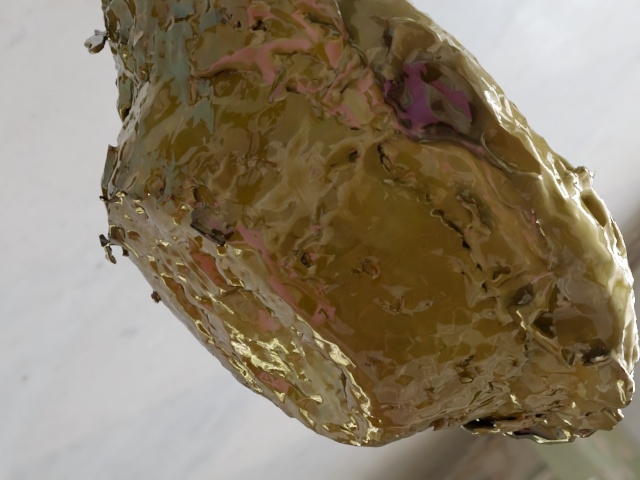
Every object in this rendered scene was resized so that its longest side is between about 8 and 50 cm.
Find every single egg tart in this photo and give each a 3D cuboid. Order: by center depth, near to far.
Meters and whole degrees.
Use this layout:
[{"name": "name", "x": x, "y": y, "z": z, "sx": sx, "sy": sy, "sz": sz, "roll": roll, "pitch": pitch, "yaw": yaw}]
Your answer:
[{"name": "egg tart", "x": 0.000, "y": 0.000, "z": 0.681, "sx": 0.116, "sy": 0.295, "sz": 0.295, "roll": -48, "pitch": 165, "yaw": -23}]
